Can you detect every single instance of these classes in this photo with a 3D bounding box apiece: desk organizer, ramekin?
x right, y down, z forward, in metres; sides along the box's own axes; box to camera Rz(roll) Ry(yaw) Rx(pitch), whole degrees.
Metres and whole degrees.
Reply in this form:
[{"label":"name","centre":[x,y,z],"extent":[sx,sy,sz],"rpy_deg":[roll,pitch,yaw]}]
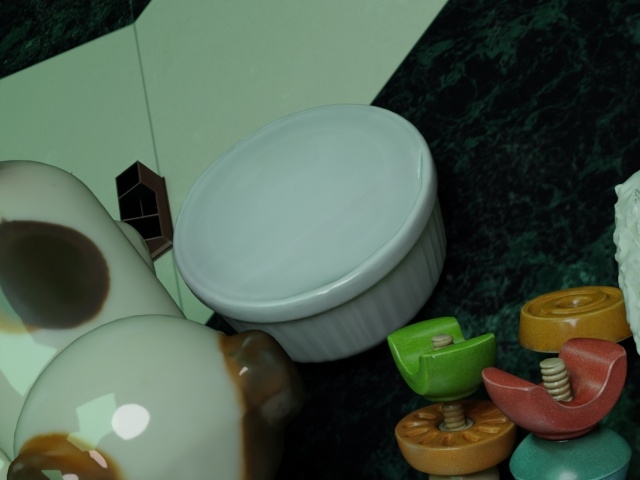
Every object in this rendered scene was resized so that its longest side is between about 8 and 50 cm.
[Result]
[{"label":"desk organizer","centre":[-0.228,-0.039,1.395],"extent":[0.047,0.050,0.130],"rpy_deg":[-35,44,19]},{"label":"ramekin","centre":[0.000,0.000,1.066],"extent":[0.273,0.127,0.273],"rpy_deg":[-16,42,15]}]

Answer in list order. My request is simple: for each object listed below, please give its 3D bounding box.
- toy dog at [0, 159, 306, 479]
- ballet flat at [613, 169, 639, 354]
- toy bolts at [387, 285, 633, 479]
[{"label":"toy dog","centre":[-0.179,0.105,0.900],"extent":[0.284,0.395,0.408],"rpy_deg":[-20,35,-30]},{"label":"ballet flat","centre":[0.307,0.104,0.727],"extent":[0.147,0.147,0.409],"rpy_deg":[-23,58,29]},{"label":"toy bolts","centre":[0.184,0.147,0.851],"extent":[0.218,0.158,0.228],"rpy_deg":[-15,11,-13]}]
